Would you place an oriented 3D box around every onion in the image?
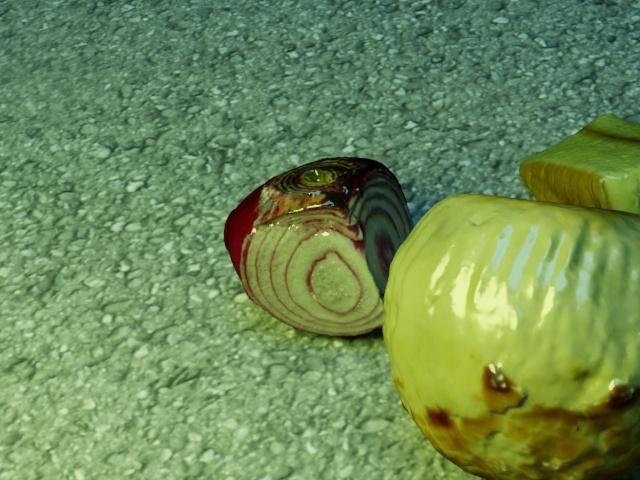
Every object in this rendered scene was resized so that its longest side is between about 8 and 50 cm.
[{"bbox_3d":[0.001,-0.003,1.749,0.206,0.216,0.207,-6,27,24],"label":"onion"}]

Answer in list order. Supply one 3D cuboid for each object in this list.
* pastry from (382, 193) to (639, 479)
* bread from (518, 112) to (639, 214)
[{"bbox_3d":[0.256,0.112,1.500,0.388,0.312,0.388,10,5,-1],"label":"pastry"},{"bbox_3d":[0.433,-0.033,1.854,0.233,0.245,0.362,-15,12,-9],"label":"bread"}]
